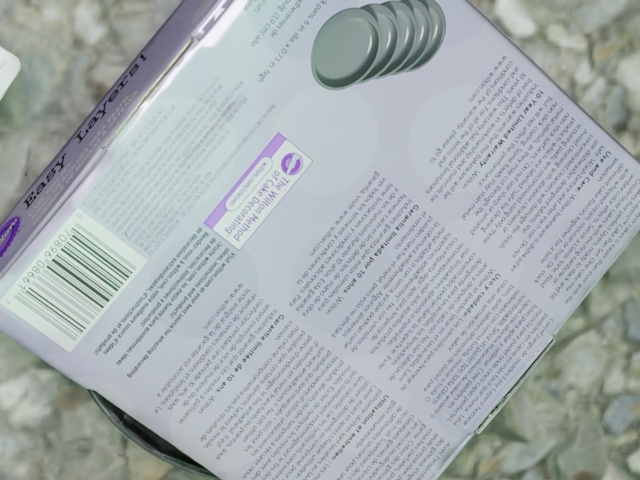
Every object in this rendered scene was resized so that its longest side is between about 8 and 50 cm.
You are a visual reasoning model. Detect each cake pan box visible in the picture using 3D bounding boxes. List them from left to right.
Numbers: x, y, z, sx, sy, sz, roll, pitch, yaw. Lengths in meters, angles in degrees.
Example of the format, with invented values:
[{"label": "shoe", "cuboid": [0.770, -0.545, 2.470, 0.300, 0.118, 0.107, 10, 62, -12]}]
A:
[{"label": "cake pan box", "cuboid": [0.000, 0.000, 0.825, 0.246, 0.070, 0.267, 37, 93, -22]}]

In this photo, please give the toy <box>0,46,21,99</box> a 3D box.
[{"label": "toy", "cuboid": [-0.263, -0.085, 0.719, 0.237, 0.056, 0.137, 31, 99, -19]}]
